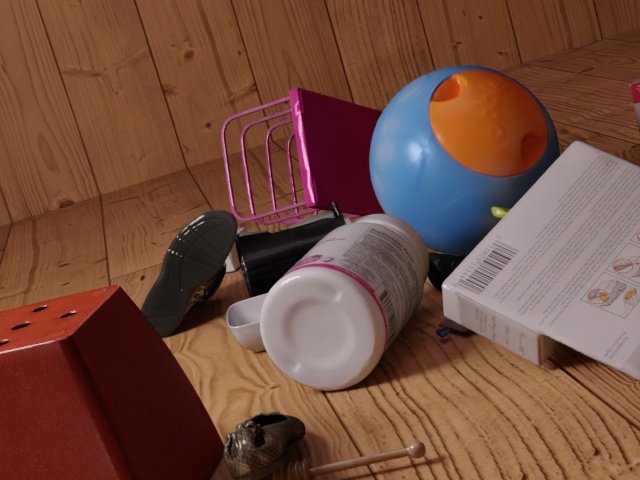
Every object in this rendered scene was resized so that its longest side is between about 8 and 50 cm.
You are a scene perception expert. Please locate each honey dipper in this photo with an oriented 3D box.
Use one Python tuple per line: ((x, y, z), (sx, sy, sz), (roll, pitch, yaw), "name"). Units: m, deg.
((0.030, 0.231, 1.375), (0.161, 0.030, 0.030), (-13, 13, 10), "honey dipper")

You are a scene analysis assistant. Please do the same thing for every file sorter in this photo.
((-0.017, -0.126, 2.349), (0.182, 0.202, 0.291), (-15, -12, 31), "file sorter")

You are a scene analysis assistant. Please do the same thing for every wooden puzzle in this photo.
((0.198, 0.103, 1.738), (0.116, 0.014, 0.078), (-20, 9, -15), "wooden puzzle")

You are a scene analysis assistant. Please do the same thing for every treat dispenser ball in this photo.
((0.218, -0.121, 2.034), (0.288, 0.288, 0.288), (-15, 13, 4), "treat dispenser ball")

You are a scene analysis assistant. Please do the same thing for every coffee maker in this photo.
((-0.037, 0.028, 2.095), (0.178, 0.120, 0.171), (-18, 14, -3), "coffee maker")

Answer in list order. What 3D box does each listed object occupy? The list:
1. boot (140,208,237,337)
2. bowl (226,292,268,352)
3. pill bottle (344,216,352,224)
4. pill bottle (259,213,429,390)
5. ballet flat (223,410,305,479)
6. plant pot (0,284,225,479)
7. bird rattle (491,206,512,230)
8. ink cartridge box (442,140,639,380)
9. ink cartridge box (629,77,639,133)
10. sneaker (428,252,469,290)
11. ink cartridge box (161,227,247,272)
((-0.190, 0.033, 2.138), (0.236, 0.085, 0.178), (-56, -4, 19), "boot")
((-0.060, 0.113, 1.920), (0.142, 0.053, 0.142), (-17, 13, -1), "bowl")
((0.000, 0.000, 2.288), (0.116, 0.065, 0.065), (-18, 13, -9), "pill bottle")
((0.042, 0.069, 1.741), (0.160, 0.160, 0.283), (-11, 14, 23), "pill bottle")
((-0.067, 0.209, 1.435), (0.084, 0.058, 0.250), (-27, 0, 4), "ballet flat")
((-0.288, 0.197, 1.445), (0.267, 0.235, 0.267), (-14, 13, 13), "plant pot")
((0.329, 0.046, 1.677), (0.253, 0.143, 0.207), (4, 33, 15), "bird rattle")
((0.330, 0.031, 1.562), (0.261, 0.066, 0.296), (27, 56, 30), "ink cartridge box")
((0.589, -0.204, 2.235), (0.109, 0.150, 0.063), (-10, 10, 24), "ink cartridge box")
((0.214, 0.043, 1.892), (0.089, 0.051, 0.170), (-19, 18, -13), "sneaker")
((-0.204, 0.027, 2.440), (0.135, 0.056, 0.099), (-11, 14, 23), "ink cartridge box")
